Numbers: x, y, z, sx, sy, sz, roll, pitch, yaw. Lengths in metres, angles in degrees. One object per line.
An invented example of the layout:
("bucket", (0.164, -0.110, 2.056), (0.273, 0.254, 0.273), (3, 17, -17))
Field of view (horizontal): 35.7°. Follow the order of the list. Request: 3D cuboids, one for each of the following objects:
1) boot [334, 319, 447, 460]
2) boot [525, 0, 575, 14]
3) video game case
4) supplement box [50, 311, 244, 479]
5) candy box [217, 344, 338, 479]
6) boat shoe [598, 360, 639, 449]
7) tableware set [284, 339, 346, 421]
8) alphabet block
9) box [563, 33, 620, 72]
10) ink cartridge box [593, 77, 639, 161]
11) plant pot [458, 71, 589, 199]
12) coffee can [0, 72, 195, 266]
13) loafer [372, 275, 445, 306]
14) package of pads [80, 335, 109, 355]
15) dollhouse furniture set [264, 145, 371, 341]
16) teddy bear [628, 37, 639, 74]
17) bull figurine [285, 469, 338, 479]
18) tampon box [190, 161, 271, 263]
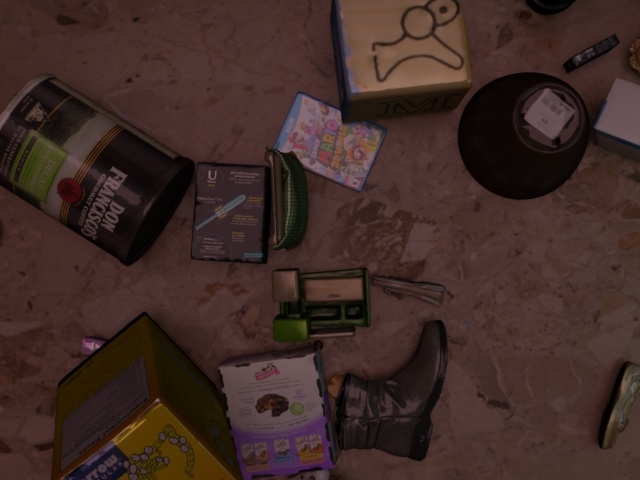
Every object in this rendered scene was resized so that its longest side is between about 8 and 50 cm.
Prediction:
("boot", (0.115, 0.241, 1.646), (0.161, 0.083, 0.246), (12, 91, -4))
("boot", (0.348, -0.537, 1.574), (0.131, 0.260, 0.348), (-30, 89, 0))
("video game case", (0.015, -0.168, 1.696), (0.166, 0.015, 0.119), (23, 90, 2))
("supplement box", (-0.266, 0.290, 1.501), (0.194, 0.356, 0.195), (-40, 110, 1))
("candy box", (-0.068, 0.283, 1.642), (0.165, 0.070, 0.196), (-8, 95, 7))
("boat shoe", (0.506, 0.280, 1.659), (0.048, 0.056, 0.153), (20, 82, 6))
("tableware set", (0.001, 0.243, 1.683), (0.104, 0.024, 0.154), (-12, 88, 0))
("alphabet block", (0.124, -0.307, 1.601), (0.197, 0.193, 0.192), (-6, 87, -2))
("box", (0.453, -0.312, 1.665), (0.083, 0.067, 0.018), (-28, 88, 1))
("ink cartridge box", (0.510, -0.192, 1.632), (0.090, 0.143, 0.092), (24, 89, 19))
("plant pot", (0.340, -0.180, 1.583), (0.215, 0.230, 0.215), (0, 88, 1))
("coffee can", (-0.373, -0.114, 1.609), (0.275, 0.201, 0.201), (32, 90, 2))
("loafer", (0.147, 0.086, 1.675), (0.125, 0.045, 0.039), (8, 96, -2))
("package of pads", (-0.359, 0.184, 1.677), (0.083, 0.050, 0.032), (12, 89, 2))
("dollhouse furniture set", (0.000, 0.000, 1.594), (0.151, 0.197, 0.301), (-2, 92, 2))
("teddy bear", (0.643, -0.407, 1.656), (0.245, 0.113, 0.338), (7, 97, 8))
("bull figurine", (0.061, 0.506, 1.640), (0.310, 0.101, 0.188), (26, 93, 4))
("tampon box", (-0.145, -0.044, 1.652), (0.120, 0.101, 0.161), (4, 88, 1))
